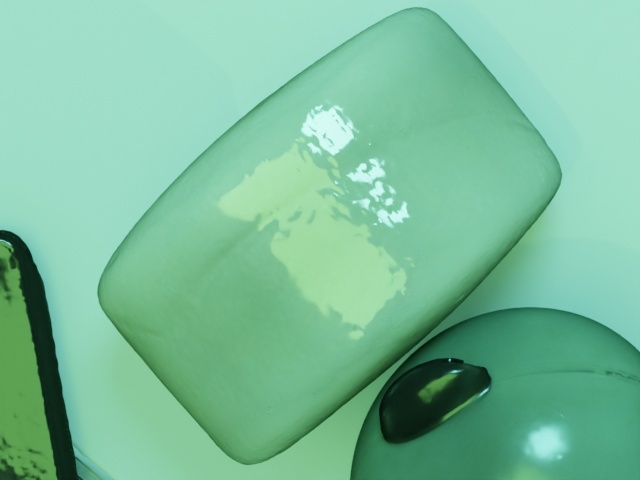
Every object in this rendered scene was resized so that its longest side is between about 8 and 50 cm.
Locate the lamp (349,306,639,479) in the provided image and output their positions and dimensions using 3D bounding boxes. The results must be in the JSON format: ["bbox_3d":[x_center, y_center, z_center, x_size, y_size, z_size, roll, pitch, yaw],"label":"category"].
[{"bbox_3d":[0.137,0.130,0.981,0.243,0.198,0.198,4,101,-4],"label":"lamp"}]

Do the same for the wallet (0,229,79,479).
[{"bbox_3d":[-0.216,0.120,1.125,0.149,0.044,0.250,-9,98,10],"label":"wallet"}]

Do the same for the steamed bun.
[{"bbox_3d":[0.000,0.000,0.991,0.241,0.164,0.146,-42,88,17],"label":"steamed bun"}]
